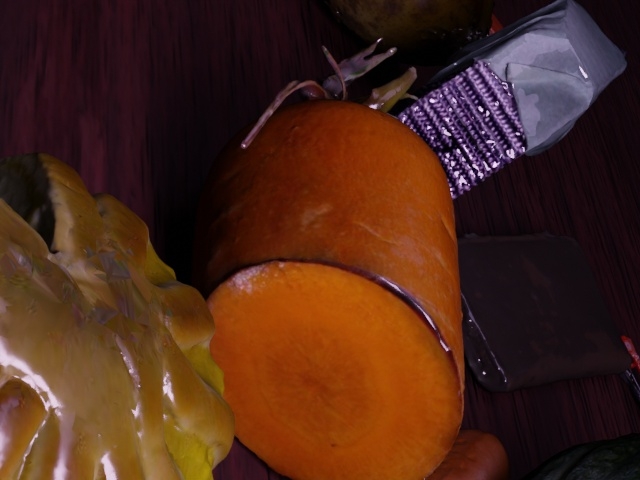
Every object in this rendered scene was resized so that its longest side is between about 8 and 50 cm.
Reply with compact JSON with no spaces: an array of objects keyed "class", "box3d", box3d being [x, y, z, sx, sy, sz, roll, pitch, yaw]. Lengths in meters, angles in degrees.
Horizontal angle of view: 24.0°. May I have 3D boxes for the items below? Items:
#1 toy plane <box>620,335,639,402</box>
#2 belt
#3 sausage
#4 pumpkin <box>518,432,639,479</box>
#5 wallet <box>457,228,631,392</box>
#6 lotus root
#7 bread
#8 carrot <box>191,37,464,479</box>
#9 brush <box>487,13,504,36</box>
[{"class":"toy plane","box3d":[0.360,0.168,1.627,0.060,0.037,0.145,-8,69,-48]},{"class":"belt","box3d":[0.139,-0.110,1.366,0.122,0.260,0.325,56,29,1]},{"class":"sausage","box3d":[0.091,0.203,1.143,0.076,0.076,0.197,54,29,2]},{"class":"pumpkin","box3d":[0.238,0.237,1.050,0.263,0.293,0.197,-1,97,-47]},{"class":"wallet","box3d":[0.212,0.070,1.507,0.309,0.042,0.165,-2,61,-56]},{"class":"lotus root","box3d":[0.056,-0.339,1.583,0.397,0.179,0.196,57,30,10]},{"class":"bread","box3d":[-0.178,0.065,0.799,0.333,0.160,0.333,36,34,-29]},{"class":"carrot","box3d":[0.000,0.000,1.103,0.214,0.193,0.331,37,35,-25]},{"class":"brush","box3d":[0.180,-0.269,1.839,0.323,0.051,0.070,55,21,11]}]
